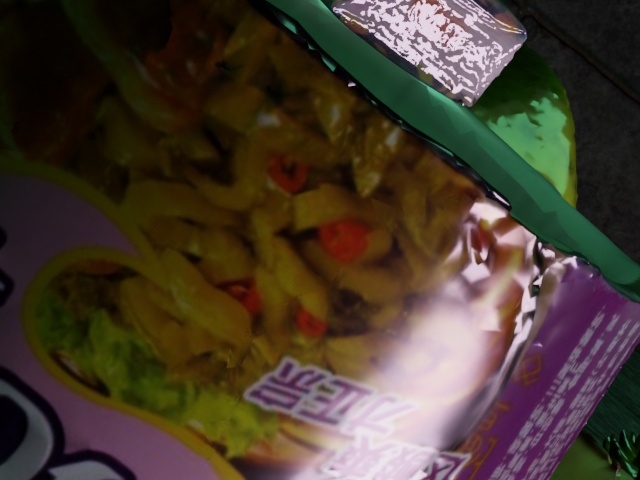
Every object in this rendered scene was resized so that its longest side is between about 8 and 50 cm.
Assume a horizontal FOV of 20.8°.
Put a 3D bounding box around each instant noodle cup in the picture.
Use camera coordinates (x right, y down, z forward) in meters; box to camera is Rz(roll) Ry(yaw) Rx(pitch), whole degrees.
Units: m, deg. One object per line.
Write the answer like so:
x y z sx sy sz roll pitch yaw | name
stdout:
-0.071 0.035 0.554 0.340 0.266 0.340 38 11 -8 | instant noodle cup

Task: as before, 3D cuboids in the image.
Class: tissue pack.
0.018 -0.080 0.517 0.063 0.035 0.083 32 12 -36 | tissue pack

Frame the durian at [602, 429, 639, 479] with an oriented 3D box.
0.286 0.222 1.317 0.355 0.157 0.169 -85 158 -79 | durian

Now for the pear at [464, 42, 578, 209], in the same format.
0.000 0.000 0.810 0.176 0.281 0.286 11 8 -16 | pear

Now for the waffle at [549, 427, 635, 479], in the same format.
0.150 0.175 1.035 0.261 0.114 0.376 45 1 -19 | waffle
